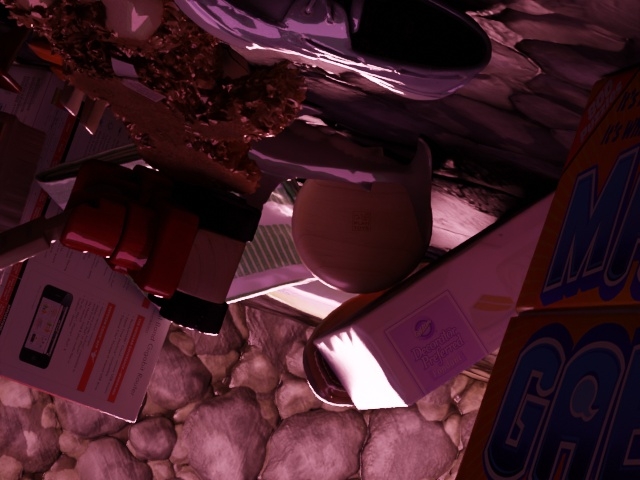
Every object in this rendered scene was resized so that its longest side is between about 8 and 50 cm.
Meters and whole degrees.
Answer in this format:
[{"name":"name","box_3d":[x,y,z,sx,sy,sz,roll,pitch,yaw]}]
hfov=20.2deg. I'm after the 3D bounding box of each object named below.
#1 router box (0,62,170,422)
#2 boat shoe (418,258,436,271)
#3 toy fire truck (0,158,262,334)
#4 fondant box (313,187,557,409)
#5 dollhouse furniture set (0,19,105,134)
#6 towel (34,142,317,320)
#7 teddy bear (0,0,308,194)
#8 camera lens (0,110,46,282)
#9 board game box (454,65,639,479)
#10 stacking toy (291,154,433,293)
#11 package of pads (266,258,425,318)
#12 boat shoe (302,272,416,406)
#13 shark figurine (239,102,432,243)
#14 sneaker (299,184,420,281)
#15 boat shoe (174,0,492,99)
[{"name":"router box","box_3d":[-0.284,0.010,2.057,0.082,0.335,0.301,12,169,42]},{"name":"boat shoe","box_3d":[0.175,0.051,2.270,0.135,0.050,0.045,12,171,-14]},{"name":"toy fire truck","box_3d":[-0.207,-0.003,1.611,0.246,0.158,0.217,19,-175,-18]},{"name":"fondant box","box_3d":[0.131,0.064,1.745,0.096,0.238,0.330,57,171,3]},{"name":"dollhouse furniture set","box_3d":[-0.336,-0.180,1.621,0.262,0.135,0.259,19,172,8]},{"name":"towel","box_3d":[-0.129,-0.018,1.968,0.248,0.038,0.325,-15,148,13]},{"name":"teddy bear","box_3d":[-0.132,-0.160,1.450,0.245,0.113,0.338,6,157,38]},{"name":"camera lens","box_3d":[-0.422,-0.052,1.712,0.274,0.219,0.219,17,173,-10]},{"name":"board game box","box_3d":[0.333,0.106,1.098,0.356,0.356,0.356,22,172,-13]},{"name":"stacking toy","box_3d":[0.058,-0.007,1.911,0.141,0.141,0.330,19,178,8]},{"name":"package of pads","box_3d":[0.053,0.061,2.424,0.296,0.101,0.229,19,172,9]},{"name":"boat shoe","box_3d":[0.123,0.082,1.971,0.123,0.324,0.116,60,149,7]},{"name":"shark figurine","box_3d":[-0.019,-0.067,1.706,0.278,0.116,0.166,21,174,4]},{"name":"sneaker","box_3d":[0.000,0.000,2.165,0.258,0.094,0.091,25,167,-35]},{"name":"boat shoe","box_3d":[0.011,-0.156,1.180,0.227,0.079,0.081,18,164,-22]}]
